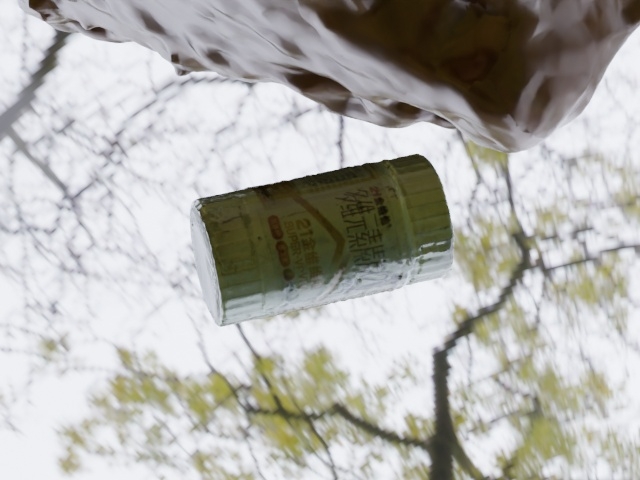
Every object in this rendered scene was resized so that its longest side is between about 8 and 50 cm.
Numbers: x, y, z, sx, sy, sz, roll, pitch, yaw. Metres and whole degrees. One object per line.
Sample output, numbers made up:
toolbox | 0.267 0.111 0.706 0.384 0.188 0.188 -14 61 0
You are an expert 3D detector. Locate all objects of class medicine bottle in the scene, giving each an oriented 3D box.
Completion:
medicine bottle | 0.000 0.000 0.670 0.083 0.047 0.047 -12 -114 -13

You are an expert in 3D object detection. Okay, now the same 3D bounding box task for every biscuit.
biscuit | 0.038 -0.256 0.868 0.343 0.166 0.395 19 -105 38
